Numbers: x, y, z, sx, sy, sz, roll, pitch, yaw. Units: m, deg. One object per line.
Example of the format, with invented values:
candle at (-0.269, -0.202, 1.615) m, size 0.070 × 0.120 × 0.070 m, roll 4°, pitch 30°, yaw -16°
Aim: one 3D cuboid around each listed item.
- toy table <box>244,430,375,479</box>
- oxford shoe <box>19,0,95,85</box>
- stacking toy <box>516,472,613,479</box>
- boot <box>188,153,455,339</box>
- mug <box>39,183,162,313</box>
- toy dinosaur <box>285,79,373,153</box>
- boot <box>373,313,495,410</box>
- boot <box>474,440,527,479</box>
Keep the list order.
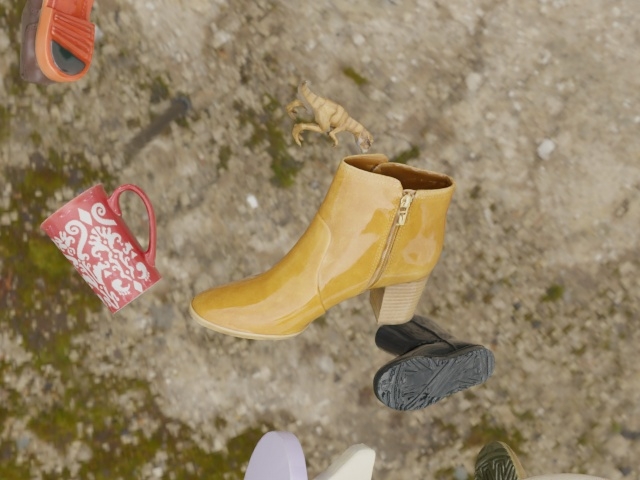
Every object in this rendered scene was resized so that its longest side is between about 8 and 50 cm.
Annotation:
toy table at (-0.014, 0.415, 1.654) m, size 0.160 × 0.252 × 0.274 m, roll 7°, pitch 109°, yaw -27°
oxford shoe at (-0.339, -0.330, 1.466) m, size 0.097 × 0.098 × 0.271 m, roll 25°, pitch 68°, yaw -46°
stacking toy at (0.347, 0.401, 1.233) m, size 0.480 × 0.350 × 0.351 m, roll 3°, pitch 120°, yaw -58°
boot at (0.001, 0.001, 1.304) m, size 0.295 × 0.104 × 0.211 m, roll -2°, pitch 123°, yaw -18°
mug at (-0.310, 0.007, 1.687) m, size 0.150 × 0.113 × 0.169 m, roll -33°, pitch 93°, yaw 34°
toy dinosaur at (-0.002, -0.192, 1.659) m, size 0.112 × 0.064 × 0.211 m, roll -15°, pitch 151°, yaw 33°
boot at (0.151, 0.207, 1.992) m, size 0.246 × 0.207 × 0.094 m, roll -12°, pitch 109°, yaw -29°
boot at (0.389, 0.467, 1.955) m, size 0.089 × 0.236 × 0.269 m, roll -31°, pitch 150°, yaw 36°
